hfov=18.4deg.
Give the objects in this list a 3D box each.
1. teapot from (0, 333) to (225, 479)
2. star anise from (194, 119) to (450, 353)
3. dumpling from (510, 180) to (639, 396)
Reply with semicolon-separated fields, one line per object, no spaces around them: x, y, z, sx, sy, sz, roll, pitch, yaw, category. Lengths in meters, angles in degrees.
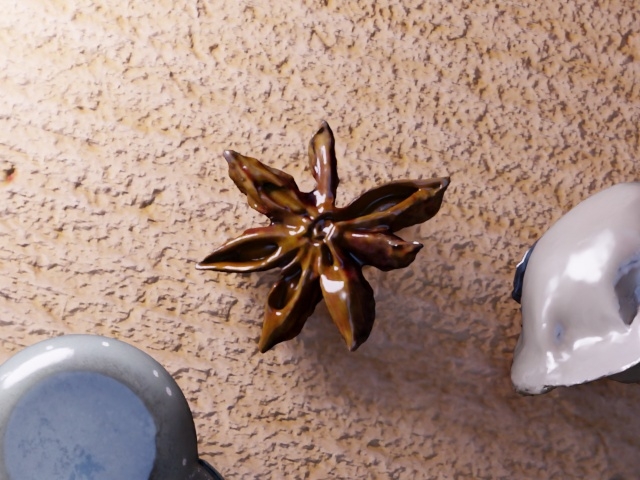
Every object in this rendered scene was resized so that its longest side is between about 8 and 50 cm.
-0.199;0.175;1.634;0.294;0.129;0.193;17;78;-4;teapot
0.000;0.004;1.704;0.212;0.111;0.196;6;73;0;star anise
0.272;0.023;1.697;0.293;0.204;0.163;-38;76;-4;dumpling
